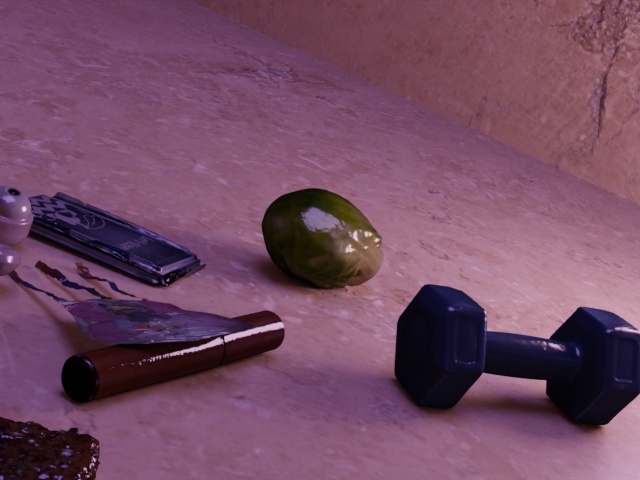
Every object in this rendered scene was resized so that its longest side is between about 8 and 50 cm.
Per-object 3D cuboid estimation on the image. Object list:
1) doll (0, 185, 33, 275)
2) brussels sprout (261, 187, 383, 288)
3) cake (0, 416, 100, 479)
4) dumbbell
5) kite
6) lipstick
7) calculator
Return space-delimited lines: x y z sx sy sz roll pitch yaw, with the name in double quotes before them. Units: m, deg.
"doll" -0.450 -0.018 1.811 0.160 0.094 0.365 17 17 -10
"brussels sprout" 0.002 -0.005 2.126 0.181 0.143 0.161 32 -16 -38
"cake" -0.311 0.212 1.187 0.246 0.112 0.135 13 20 -14
"dumbbell" 0.260 0.151 1.874 0.325 0.160 0.144 10 46 -24
"kite" -0.251 0.076 1.749 0.204 0.022 0.360 -3 15 -37
"lipstick" -0.164 0.132 1.675 0.057 0.057 0.357 27 19 29
"calculator" -0.308 -0.006 2.027 0.274 0.028 0.166 23 15 12
